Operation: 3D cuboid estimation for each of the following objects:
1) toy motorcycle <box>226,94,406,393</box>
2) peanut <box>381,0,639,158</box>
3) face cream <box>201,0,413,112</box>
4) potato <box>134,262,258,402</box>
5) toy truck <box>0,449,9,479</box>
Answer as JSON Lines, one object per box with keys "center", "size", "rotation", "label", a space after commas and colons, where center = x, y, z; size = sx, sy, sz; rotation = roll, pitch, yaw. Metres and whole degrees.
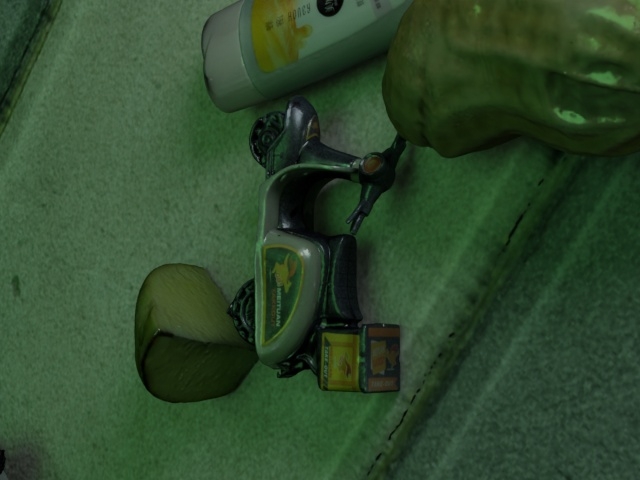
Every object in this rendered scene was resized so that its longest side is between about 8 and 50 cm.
{"center": [0.000, 0.000, 1.263], "size": [0.157, 0.091, 0.263], "rotation": [0, 87, 31], "label": "toy motorcycle"}
{"center": [0.185, -0.156, 1.085], "size": [0.340, 0.158, 0.174], "rotation": [9, 128, 44], "label": "peanut"}
{"center": [0.005, -0.198, 1.288], "size": [0.269, 0.073, 0.107], "rotation": [-16, 67, 39], "label": "face cream"}
{"center": [-0.147, 0.083, 1.336], "size": [0.081, 0.149, 0.120], "rotation": [-50, 55, 17], "label": "potato"}
{"center": [-0.396, 0.255, 1.545], "size": [0.286, 0.111, 0.136], "rotation": [36, 110, 35], "label": "toy truck"}
